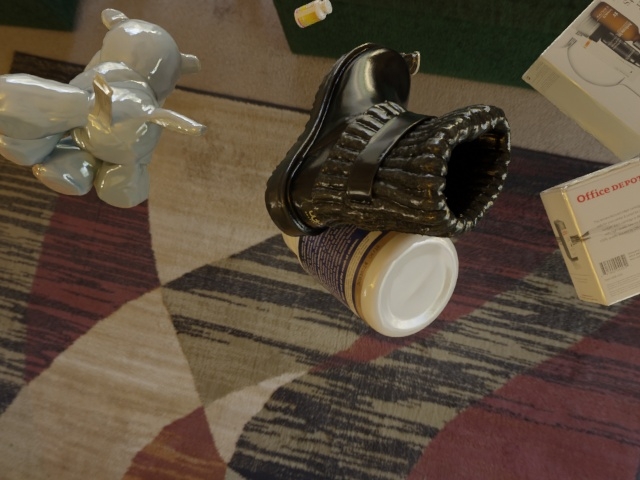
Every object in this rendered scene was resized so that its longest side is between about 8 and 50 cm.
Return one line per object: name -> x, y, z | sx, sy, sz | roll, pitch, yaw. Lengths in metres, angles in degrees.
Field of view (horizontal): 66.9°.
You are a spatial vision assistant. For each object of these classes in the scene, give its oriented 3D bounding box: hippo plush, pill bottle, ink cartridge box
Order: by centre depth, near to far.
hippo plush -> -0.305, -0.215, 0.675 | 0.234, 0.294, 0.236 | 21, 58, -29
pill bottle -> 0.056, 0.014, 0.710 | 0.153, 0.153, 0.265 | -55, 39, -1
ink cartridge box -> 0.514, -0.016, 0.860 | 0.158, 0.092, 0.218 | -20, 91, -2
pill bottle -> -0.016, -0.531, 1.129 | 0.083, 0.043, 0.043 | -7, 83, 32

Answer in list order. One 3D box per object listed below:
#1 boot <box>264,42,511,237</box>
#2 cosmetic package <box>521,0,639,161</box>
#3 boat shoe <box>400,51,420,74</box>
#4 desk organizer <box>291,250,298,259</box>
boot -> 0.105, -0.140, 0.593 | 0.260, 0.131, 0.348 | -4, 52, 46
cosmetic package -> 0.668, -0.396, 1.031 | 0.284, 0.097, 0.377 | 43, 79, 5
boat shoe -> 0.179, -0.380, 1.038 | 0.038, 0.125, 0.046 | 1, 108, -10
desk organizer -> 0.000, 0.000, 1.107 | 0.130, 0.050, 0.047 | -32, 103, 13
